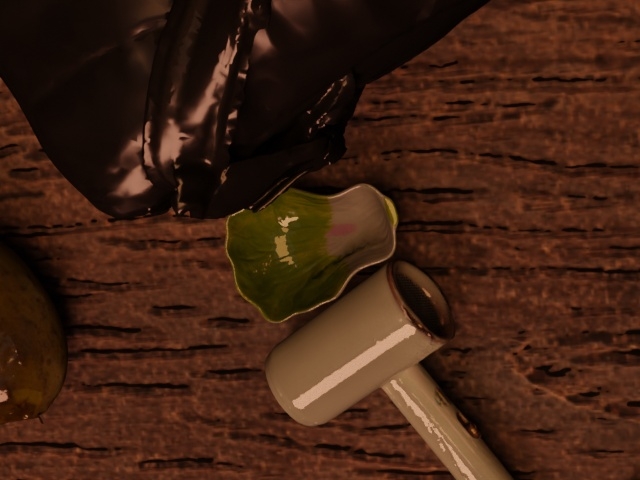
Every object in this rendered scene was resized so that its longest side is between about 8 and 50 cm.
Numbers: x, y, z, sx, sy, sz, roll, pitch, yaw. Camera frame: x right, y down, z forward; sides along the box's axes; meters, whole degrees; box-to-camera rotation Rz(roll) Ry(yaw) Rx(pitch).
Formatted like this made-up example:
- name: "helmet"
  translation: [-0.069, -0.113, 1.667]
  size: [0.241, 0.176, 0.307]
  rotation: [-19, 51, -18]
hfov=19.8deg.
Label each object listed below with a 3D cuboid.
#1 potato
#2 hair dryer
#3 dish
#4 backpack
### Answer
- name: "potato"
  translation: [-0.295, 0.048, 1.393]
  size: [0.251, 0.113, 0.149]
  rotation: [45, 108, 3]
- name: "hair dryer"
  translation: [0.080, 0.138, 1.339]
  size: [0.131, 0.073, 0.236]
  rotation: [-37, 100, 23]
- name: "dish"
  translation: [0.000, 0.000, 1.330]
  size: [0.137, 0.039, 0.091]
  rotation: [-21, 90, 21]
- name: "backpack"
  translation: [-0.041, -0.232, 1.177]
  size: [0.445, 0.255, 0.363]
  rotation: [-31, 100, 19]
